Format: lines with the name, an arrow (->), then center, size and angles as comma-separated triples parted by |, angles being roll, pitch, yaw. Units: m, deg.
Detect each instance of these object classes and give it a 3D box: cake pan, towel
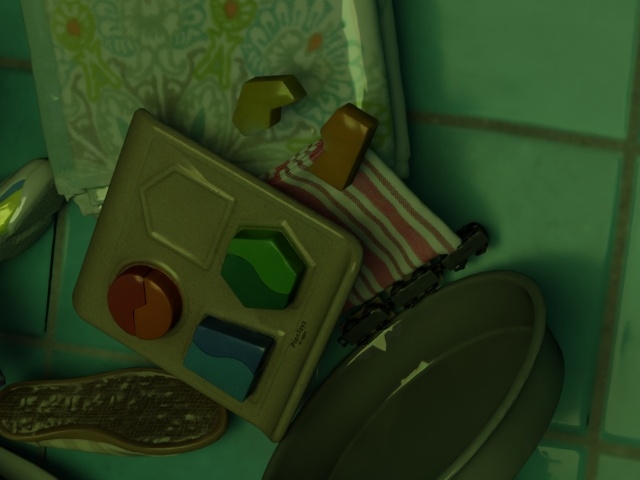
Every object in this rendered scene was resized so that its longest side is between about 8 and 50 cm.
cake pan -> 0.072, 0.146, 1.309 | 0.293, 0.293, 0.054 | -37, 109, 19
towel -> 0.000, 0.000, 1.373 | 0.144, 0.029, 0.197 | 40, 132, -21
towel -> -0.097, -0.212, 1.397 | 0.320, 0.090, 0.374 | -5, 100, 23

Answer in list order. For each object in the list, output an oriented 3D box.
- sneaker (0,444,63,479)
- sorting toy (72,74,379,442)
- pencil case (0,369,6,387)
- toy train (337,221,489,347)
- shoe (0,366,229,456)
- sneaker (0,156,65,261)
sneaker -> -0.436, 0.210, 1.475 | 0.447, 0.257, 0.169 | 23, 103, 24
sorting toy -> -0.078, -0.003, 1.344 | 0.229, 0.041, 0.307 | 33, 124, 14
pencil case -> -0.350, 0.059, 1.442 | 0.088, 0.086, 0.206 | -32, 85, 15
toy train -> 0.075, 0.037, 1.409 | 0.158, 0.036, 0.027 | -39, 106, 17
shoe -> -0.181, 0.153, 1.506 | 0.219, 0.058, 0.076 | 1, 77, 15
sneaker -> -0.334, -0.015, 1.516 | 0.240, 0.091, 0.126 | -45, 81, 19
